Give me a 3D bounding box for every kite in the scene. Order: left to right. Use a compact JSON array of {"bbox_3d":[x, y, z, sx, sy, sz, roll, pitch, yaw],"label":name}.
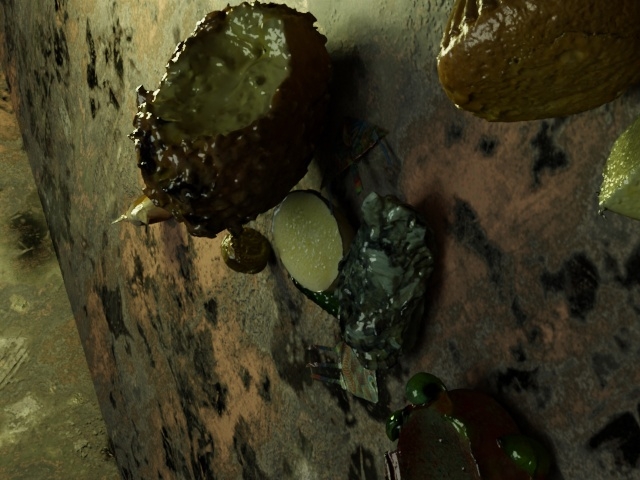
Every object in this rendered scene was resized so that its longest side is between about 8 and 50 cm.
[{"bbox_3d":[0.037,0.227,1.648,0.229,0.016,0.127,-2,95,57],"label":"kite"},{"bbox_3d":[0.049,-0.142,1.462,0.183,0.010,0.160,-39,51,41],"label":"kite"}]

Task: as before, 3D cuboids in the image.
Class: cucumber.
[{"bbox_3d":[0.016,0.095,1.589,0.227,0.069,0.069,38,131,44],"label":"cucumber"}]

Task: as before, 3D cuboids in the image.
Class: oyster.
[{"bbox_3d":[0.093,0.052,1.374,0.162,0.158,0.351,19,137,18],"label":"oyster"}]

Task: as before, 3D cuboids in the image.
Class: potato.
[{"bbox_3d":[0.000,0.000,1.563,0.200,0.081,0.164,53,126,33],"label":"potato"}]

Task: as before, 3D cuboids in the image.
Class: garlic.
[{"bbox_3d":[-0.453,-0.076,2.270,0.198,0.128,0.091,-1,115,57],"label":"garlic"}]

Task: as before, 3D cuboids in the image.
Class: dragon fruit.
[{"bbox_3d":[0.200,0.328,1.279,0.268,0.130,0.295,0,100,60],"label":"dragon fruit"}]

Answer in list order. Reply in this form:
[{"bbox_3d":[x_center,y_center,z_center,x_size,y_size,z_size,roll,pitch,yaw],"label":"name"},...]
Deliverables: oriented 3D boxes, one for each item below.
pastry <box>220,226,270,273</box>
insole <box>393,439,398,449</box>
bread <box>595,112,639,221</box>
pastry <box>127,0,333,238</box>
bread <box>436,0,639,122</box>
[{"bbox_3d":[-0.152,0.020,1.815,0.057,0.097,0.109,-50,58,53],"label":"pastry"},{"bbox_3d":[0.172,0.425,1.481,0.081,0.011,0.248,-36,69,61],"label":"insole"},{"bbox_3d":[0.368,-0.093,0.917,0.147,0.127,0.152,119,164,-52],"label":"bread"},{"bbox_3d":[-0.144,-0.194,1.500,0.292,0.405,0.337,22,160,15],"label":"pastry"},{"bbox_3d":[0.235,-0.216,0.938,0.240,0.239,0.139,-39,56,57],"label":"bread"}]
